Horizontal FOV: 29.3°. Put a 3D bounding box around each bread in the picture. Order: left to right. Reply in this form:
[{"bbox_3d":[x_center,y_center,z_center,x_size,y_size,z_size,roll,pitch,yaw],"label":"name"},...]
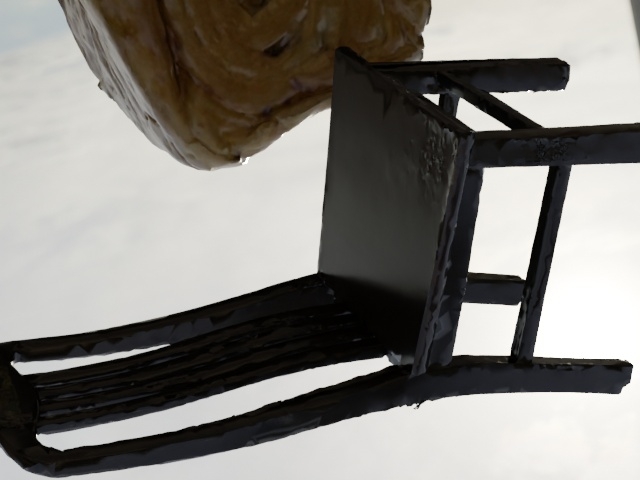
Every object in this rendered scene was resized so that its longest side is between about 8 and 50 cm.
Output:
[{"bbox_3d":[-0.045,-0.132,0.550,0.149,0.158,0.143,-31,-157,-9],"label":"bread"}]

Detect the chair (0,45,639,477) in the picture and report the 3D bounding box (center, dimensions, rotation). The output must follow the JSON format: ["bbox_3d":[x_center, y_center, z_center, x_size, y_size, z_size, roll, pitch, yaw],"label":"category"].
[{"bbox_3d":[0.000,0.000,0.380,0.212,0.102,0.084,-3,-155,-25],"label":"chair"}]
